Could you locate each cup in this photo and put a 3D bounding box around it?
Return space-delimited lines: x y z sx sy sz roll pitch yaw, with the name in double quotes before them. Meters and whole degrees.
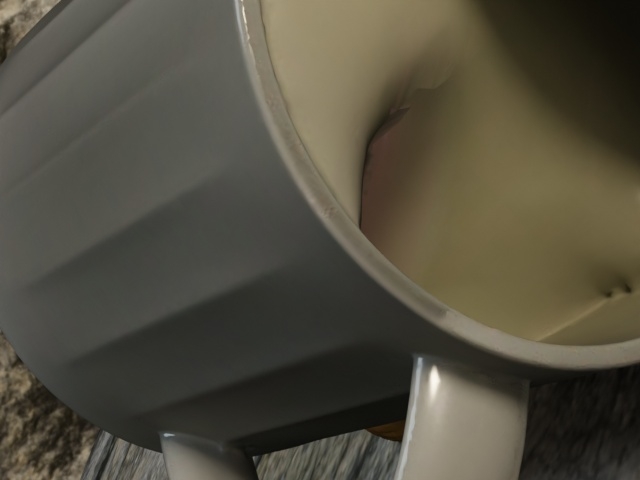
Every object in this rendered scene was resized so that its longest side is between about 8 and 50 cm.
"cup" 0.000 0.000 0.666 0.327 0.236 0.323 -25 55 59

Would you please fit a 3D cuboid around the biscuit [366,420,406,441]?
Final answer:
"biscuit" 0.081 -0.051 0.938 0.216 0.047 0.340 -50 21 53
